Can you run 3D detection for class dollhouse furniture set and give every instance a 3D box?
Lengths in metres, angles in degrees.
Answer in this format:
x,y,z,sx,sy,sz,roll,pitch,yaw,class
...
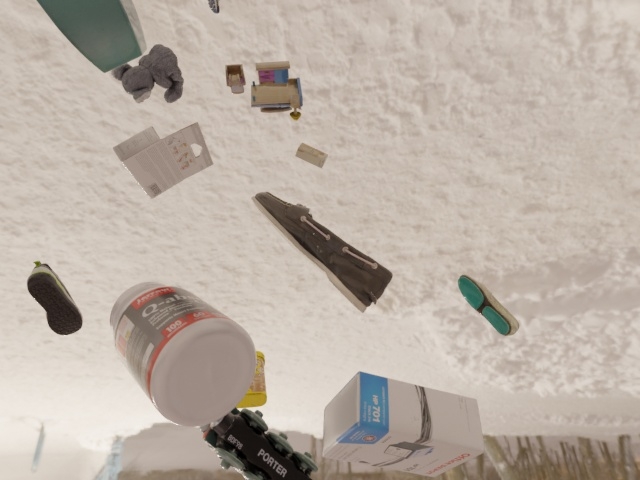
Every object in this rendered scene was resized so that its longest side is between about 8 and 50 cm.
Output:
x,y,z,sx,sy,sz,roll,pitch,yaw,class
-0.219,-0.531,1.764,0.286,0.304,0.198,-6,137,-5,dollhouse furniture set

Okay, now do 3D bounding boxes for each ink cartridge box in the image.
x,y,z,sx,sy,sz,roll,pitch,yaw,class
0.114,0.272,0.659,0.190,0.082,0.140,17,135,-11,ink cartridge box
-0.511,-0.280,1.514,0.261,0.066,0.296,-33,167,-12,ink cartridge box

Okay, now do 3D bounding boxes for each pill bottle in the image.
x,y,z,sx,sy,sz,roll,pitch,yaw,class
-0.312,0.215,0.962,0.210,0.210,0.362,27,173,-41,pill bottle

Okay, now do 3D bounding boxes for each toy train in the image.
x,y,z,sx,sy,sz,roll,pitch,yaw,class
-0.152,0.518,1.084,0.334,0.142,0.190,47,146,-17,toy train

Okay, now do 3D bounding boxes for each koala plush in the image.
x,y,z,sx,sy,sz,roll,pitch,yaw,class
-0.656,-0.622,1.711,0.221,0.196,0.203,-38,-179,-30,koala plush

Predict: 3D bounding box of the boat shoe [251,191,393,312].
x,y,z,sx,sy,sz,roll,pitch,yaw,class
0.000,0.000,0.900,0.095,0.335,0.112,-44,160,-6,boat shoe

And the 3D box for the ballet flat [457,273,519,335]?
x,y,z,sx,sy,sz,roll,pitch,yaw,class
0.375,0.143,1.012,0.052,0.168,0.057,-10,142,-35,ballet flat

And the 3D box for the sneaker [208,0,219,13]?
x,y,z,sx,sy,sz,roll,pitch,yaw,class
-0.297,-0.733,1.312,0.058,0.135,0.052,-11,-161,-28,sneaker

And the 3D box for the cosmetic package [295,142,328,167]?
x,y,z,sx,sy,sz,roll,pitch,yaw,class
-0.033,-0.326,1.730,0.115,0.060,0.041,25,126,0,cosmetic package

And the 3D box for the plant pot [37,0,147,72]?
x,y,z,sx,sy,sz,roll,pitch,yaw,class
-0.520,-0.530,1.050,0.165,0.166,0.234,-24,125,2,plant pot

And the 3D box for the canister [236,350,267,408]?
x,y,z,sx,sy,sz,roll,pitch,yaw,class
-0.232,0.435,1.416,0.126,0.170,0.073,0,123,-12,canister

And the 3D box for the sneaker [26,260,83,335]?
x,y,z,sx,sy,sz,roll,pitch,yaw,class
-0.704,0.151,1.213,0.084,0.097,0.235,-16,129,-17,sneaker
